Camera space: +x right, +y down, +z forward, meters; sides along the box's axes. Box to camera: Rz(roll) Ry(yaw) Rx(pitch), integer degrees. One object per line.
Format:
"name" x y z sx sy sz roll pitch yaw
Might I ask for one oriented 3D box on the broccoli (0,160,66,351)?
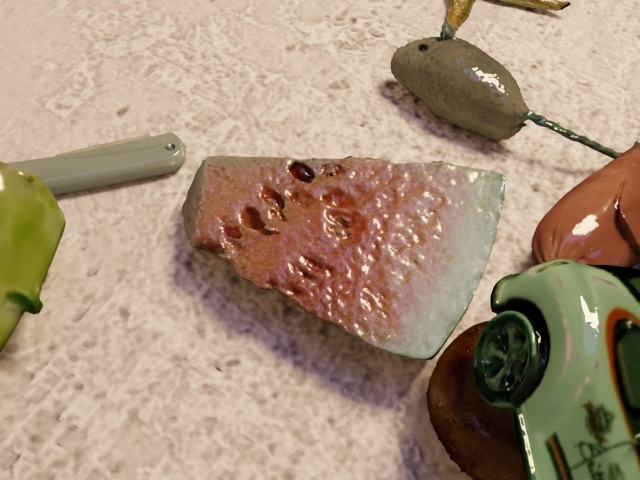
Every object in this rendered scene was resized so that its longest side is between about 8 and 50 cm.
"broccoli" -0.223 0.118 0.361 0.353 0.275 0.397 49 39 8

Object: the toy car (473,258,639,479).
"toy car" 0.173 0.127 0.329 0.136 0.125 0.306 16 46 -21

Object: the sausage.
"sausage" 0.325 -0.066 0.626 0.433 0.088 0.088 -27 59 -26

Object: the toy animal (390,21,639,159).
"toy animal" 0.180 -0.125 0.669 0.252 0.070 0.079 26 69 11

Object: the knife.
"knife" -0.192 -0.062 0.599 0.162 0.023 0.044 -13 56 -17

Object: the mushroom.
"mushroom" 0.122 0.104 0.464 0.126 0.085 0.109 -34 91 -44

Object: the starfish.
"starfish" 0.177 -0.307 0.834 0.223 0.050 0.217 10 58 8

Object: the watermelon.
"watermelon" 0.000 0.000 0.543 0.241 0.094 0.154 18 61 10
